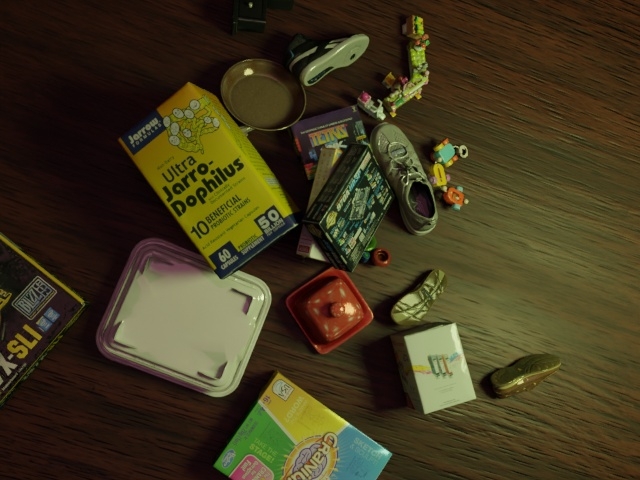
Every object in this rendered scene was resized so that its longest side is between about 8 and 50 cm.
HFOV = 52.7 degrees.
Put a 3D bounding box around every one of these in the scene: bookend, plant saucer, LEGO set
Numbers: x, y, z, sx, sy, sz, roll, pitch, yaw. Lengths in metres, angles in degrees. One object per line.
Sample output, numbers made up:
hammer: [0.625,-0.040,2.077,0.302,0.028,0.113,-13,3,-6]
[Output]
bookend: [-0.128,-0.561,1.517,0.156,0.072,0.157,4,84,-9]
plant saucer: [-0.133,-0.328,1.487,0.198,0.036,0.198,7,63,-15]
LEGO set: [0.211,-0.411,1.538,0.132,0.107,0.287,32,80,-5]

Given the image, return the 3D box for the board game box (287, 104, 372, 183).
board game box: [0.025,-0.226,1.518,0.170,0.048,0.141,-19,88,-11]

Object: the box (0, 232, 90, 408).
box: [-0.689,0.176,1.344,0.257,0.079,0.322,40,79,-5]

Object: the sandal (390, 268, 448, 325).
sandal: [0.229,0.136,1.517,0.180,0.049,0.072,-42,97,-26]

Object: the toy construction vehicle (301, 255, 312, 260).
toy construction vehicle: [0.000,0.000,1.496,0.098,0.035,0.086,-7,85,-10]

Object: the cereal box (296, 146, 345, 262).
cereal box: [0.040,-0.068,1.434,0.047,0.173,0.240,12,88,37]

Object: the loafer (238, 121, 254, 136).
loafer: [-0.206,-0.237,1.489,0.125,0.045,0.039,-20,104,-4]

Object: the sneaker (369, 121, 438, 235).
sneaker: [0.210,-0.153,1.505,0.105,0.115,0.281,-26,89,-11]

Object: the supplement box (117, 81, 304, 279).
supplement box: [-0.219,-0.124,1.371,0.194,0.195,0.356,-37,90,7]

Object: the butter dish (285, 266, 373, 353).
butter dish: [0.028,0.154,1.442,0.160,0.118,0.160,-34,90,-10]

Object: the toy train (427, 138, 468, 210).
toy train: [0.304,-0.159,1.562,0.125,0.046,0.166,20,70,-32]

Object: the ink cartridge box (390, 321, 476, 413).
ink cartridge box: [0.249,0.281,1.459,0.127,0.128,0.176,-13,85,-10]

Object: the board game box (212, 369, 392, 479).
board game box: [-0.039,0.476,1.423,0.316,0.064,0.242,36,80,-4]

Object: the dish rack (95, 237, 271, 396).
dish rack: [-0.295,0.168,1.414,0.333,0.072,0.285,23,80,-7]

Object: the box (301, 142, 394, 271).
box: [0.066,-0.069,1.383,0.220,0.051,0.175,-59,139,-23]

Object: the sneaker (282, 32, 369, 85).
sneaker: [0.004,-0.459,1.526,0.217,0.079,0.121,-35,69,-26]

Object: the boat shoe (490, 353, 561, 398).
boat shoe: [0.487,0.322,1.533,0.178,0.064,0.060,-20,118,-9]

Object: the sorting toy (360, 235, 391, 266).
sorting toy: [0.116,0.029,1.514,0.102,0.042,0.061,44,63,10]
